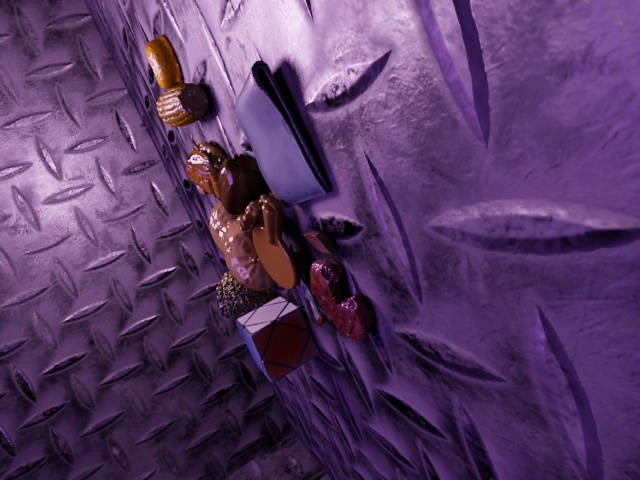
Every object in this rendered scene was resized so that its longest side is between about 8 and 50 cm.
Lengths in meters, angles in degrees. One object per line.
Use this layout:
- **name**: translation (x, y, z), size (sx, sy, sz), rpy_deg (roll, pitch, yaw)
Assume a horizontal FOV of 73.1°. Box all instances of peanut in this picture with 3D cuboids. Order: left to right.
- **peanut**: translation (-0.253, 0.009, 1.417), size (0.387, 0.170, 0.192), rpy_deg (49, 171, 34)

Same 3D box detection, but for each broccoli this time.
- **broccoli**: translation (-0.284, 0.196, 1.754), size (0.181, 0.272, 0.242), rpy_deg (1, 136, 31)

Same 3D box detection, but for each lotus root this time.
- **lotus root**: translation (-0.226, -0.152, 1.225), size (0.241, 0.124, 0.122), rpy_deg (107, 143, -61)

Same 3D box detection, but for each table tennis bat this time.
- **table tennis bat**: translation (-0.125, 0.012, 1.155), size (0.198, 0.050, 0.320), rpy_deg (45, 150, 29)

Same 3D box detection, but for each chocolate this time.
- **chocolate**: translation (0.000, 0.000, 1.007), size (0.064, 0.031, 0.101), rpy_deg (49, 167, -14)

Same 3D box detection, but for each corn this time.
- **corn**: translation (-0.458, -0.443, 1.419), size (0.345, 0.131, 0.131), rpy_deg (19, 133, 61)

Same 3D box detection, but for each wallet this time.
- **wallet**: translation (-0.098, -0.213, 0.945), size (0.290, 0.054, 0.251), rpy_deg (64, 161, -8)

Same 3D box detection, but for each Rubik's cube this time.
- **Rubik's cube**: translation (-0.158, 0.350, 1.567), size (0.205, 0.208, 0.205), rpy_deg (11, 127, 63)

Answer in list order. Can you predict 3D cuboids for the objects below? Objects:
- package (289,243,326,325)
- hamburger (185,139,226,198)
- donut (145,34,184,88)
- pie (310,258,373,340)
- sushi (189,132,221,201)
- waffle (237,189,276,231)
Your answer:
- **package**: translation (-0.045, 0.129, 1.211), size (0.166, 0.040, 0.231), rpy_deg (102, 146, -74)
- **hamburger**: translation (-0.383, -0.236, 1.498), size (0.206, 0.130, 0.183), rpy_deg (45, 156, 34)
- **donut**: translation (-0.550, -0.613, 1.500), size (0.190, 0.075, 0.174), rpy_deg (34, 145, 53)
- **pie**: translation (0.048, 0.143, 1.043), size (0.218, 0.054, 0.204), rpy_deg (56, 158, 12)
- **sushi**: translation (-0.482, -0.256, 1.806), size (0.292, 0.059, 0.293), rpy_deg (48, 155, 32)
- **waffle**: translation (-0.158, -0.080, 1.214), size (0.046, 0.161, 0.192), rpy_deg (56, -172, 10)
